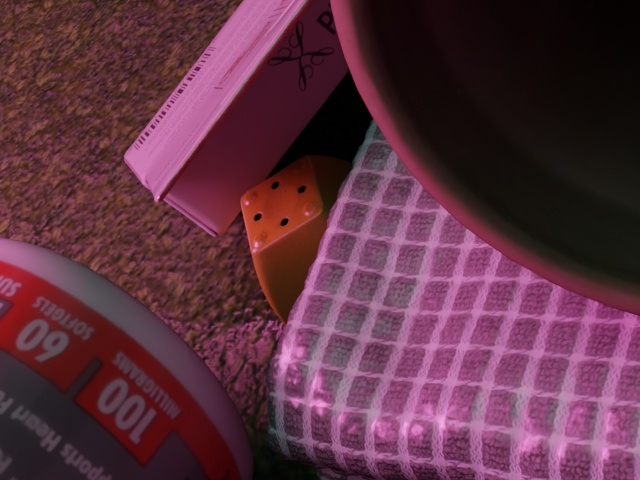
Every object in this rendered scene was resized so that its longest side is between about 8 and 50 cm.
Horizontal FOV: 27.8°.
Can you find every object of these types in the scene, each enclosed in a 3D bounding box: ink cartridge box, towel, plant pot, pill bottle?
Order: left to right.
[{"bbox_3d":[-0.207,0.188,0.595,0.210,0.210,0.363,3,45,40],"label":"pill bottle"},{"bbox_3d":[0.000,0.000,0.729,0.081,0.083,0.081,-31,44,16],"label":"plant pot"},{"bbox_3d":[0.004,-0.136,0.749,0.296,0.066,0.261,-53,15,0],"label":"ink cartridge box"},{"bbox_3d":[0.121,-0.001,0.606,0.235,0.121,0.283,2,60,39],"label":"towel"},{"bbox_3d":[0.159,-0.133,0.468,0.263,0.263,0.229,-14,30,31],"label":"plant pot"}]
